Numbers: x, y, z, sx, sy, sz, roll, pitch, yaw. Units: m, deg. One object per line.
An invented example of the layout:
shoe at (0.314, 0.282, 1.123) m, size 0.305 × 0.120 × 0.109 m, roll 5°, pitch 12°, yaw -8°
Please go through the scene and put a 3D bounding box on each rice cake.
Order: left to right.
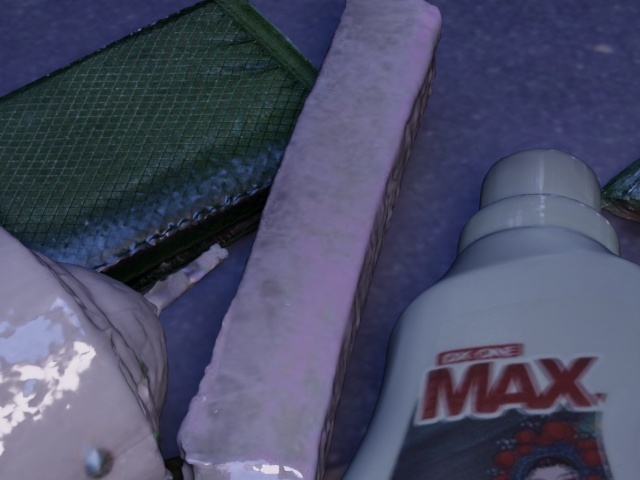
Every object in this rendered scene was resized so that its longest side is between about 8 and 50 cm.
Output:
rice cake at (0.000, 0.000, 0.996) m, size 0.072 × 0.056 × 0.365 m, roll 10°, pitch 50°, yaw 8°

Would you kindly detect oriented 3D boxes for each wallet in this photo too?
wallet at (-0.105, -0.050, 1.104) m, size 0.236 × 0.055 × 0.160 m, roll -28°, pitch 58°, yaw -21°

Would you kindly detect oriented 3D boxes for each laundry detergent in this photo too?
laundry detergent at (0.119, 0.124, 0.901) m, size 0.264 × 0.125 × 0.398 m, roll 0°, pitch 50°, yaw 8°

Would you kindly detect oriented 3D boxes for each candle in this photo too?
candle at (-0.162, 0.086, 0.924) m, size 0.330 × 0.187 × 0.187 m, roll -34°, pitch 56°, yaw -21°

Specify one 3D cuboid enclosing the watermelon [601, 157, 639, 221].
watermelon at (0.217, -0.036, 1.064) m, size 0.101 × 0.080 × 0.155 m, roll -2°, pitch 43°, yaw 52°
